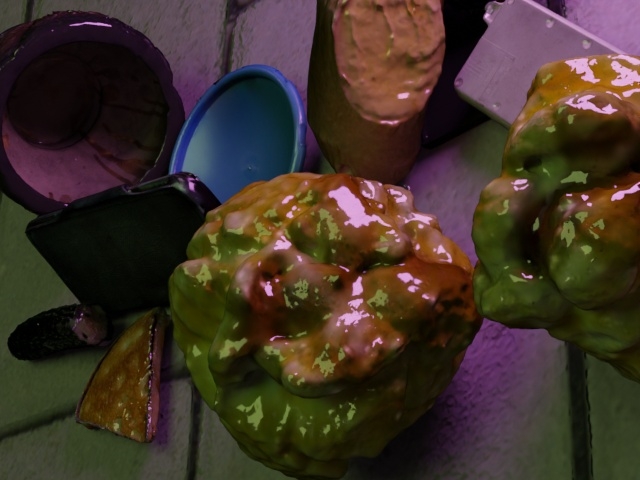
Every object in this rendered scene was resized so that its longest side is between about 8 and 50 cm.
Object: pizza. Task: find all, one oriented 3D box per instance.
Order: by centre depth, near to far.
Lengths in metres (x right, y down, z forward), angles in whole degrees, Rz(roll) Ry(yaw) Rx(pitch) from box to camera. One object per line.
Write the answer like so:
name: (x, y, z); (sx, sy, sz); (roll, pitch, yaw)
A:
pizza: (-0.215, 0.173, 1.539); (0.184, 0.036, 0.176); (-60, 39, 7)

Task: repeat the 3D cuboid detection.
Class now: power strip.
power strip: (0.231, -0.137, 1.220); (0.270, 0.046, 0.118); (42, 104, 44)

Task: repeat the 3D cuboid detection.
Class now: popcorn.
popcorn: (0.232, -0.025, 1.004); (0.225, 0.276, 0.276); (-48, 42, 26)
popcorn: (-0.006, 0.066, 1.195); (0.247, 0.282, 0.282); (104, 167, -59)

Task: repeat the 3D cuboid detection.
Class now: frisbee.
frisbee: (-0.094, -0.090, 1.550); (0.242, 0.045, 0.242); (-19, 64, 43)

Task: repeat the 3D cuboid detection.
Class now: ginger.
ginger: (0.049, -0.187, 1.338); (0.221, 0.130, 0.275); (-170, 86, -81)

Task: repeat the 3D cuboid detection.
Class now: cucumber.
cucumber: (-0.339, 0.115, 1.673); (0.245, 0.067, 0.067); (-12, 60, 54)

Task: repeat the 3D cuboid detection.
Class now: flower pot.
flower pot: (-0.337, -0.177, 1.709); (0.266, 0.267, 0.267); (-60, 29, 3)

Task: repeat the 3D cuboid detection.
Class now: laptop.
laptop: (0.152, -0.202, 1.374); (0.135, 0.016, 0.197); (-27, 52, 33)

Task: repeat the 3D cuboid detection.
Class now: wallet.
wallet: (-0.212, 0.010, 1.537); (0.318, 0.172, 0.045); (-12, 33, 44)

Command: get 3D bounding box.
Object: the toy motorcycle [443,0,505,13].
toy motorcycle: (0.162, -0.293, 1.345); (0.213, 0.082, 0.122); (-7, 63, 41)
